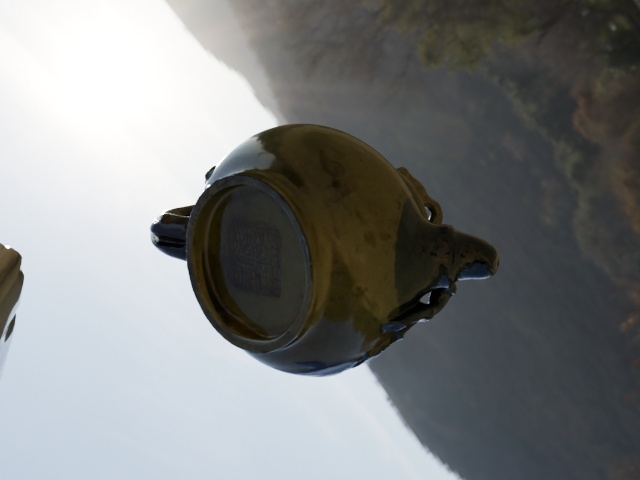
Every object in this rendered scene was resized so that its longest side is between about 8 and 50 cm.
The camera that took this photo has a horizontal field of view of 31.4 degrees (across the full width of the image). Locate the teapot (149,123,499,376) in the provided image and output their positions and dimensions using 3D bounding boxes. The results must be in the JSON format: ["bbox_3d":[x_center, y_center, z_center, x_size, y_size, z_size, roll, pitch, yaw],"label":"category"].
[{"bbox_3d":[0.000,0.000,0.812,0.182,0.269,0.173,-14,-73,-47],"label":"teapot"}]

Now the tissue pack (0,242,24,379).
[{"bbox_3d":[-0.169,0.056,0.324,0.099,0.106,0.149,32,-128,0],"label":"tissue pack"}]
